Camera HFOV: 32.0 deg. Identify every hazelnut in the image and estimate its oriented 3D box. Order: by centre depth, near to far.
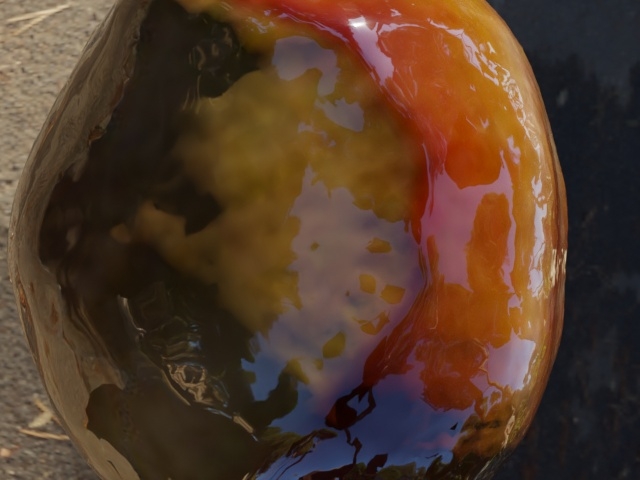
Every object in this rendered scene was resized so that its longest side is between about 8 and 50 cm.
[{"bbox_3d":[-0.007,-0.001,0.661,0.366,0.366,0.366,-3,95,-49],"label":"hazelnut"}]
